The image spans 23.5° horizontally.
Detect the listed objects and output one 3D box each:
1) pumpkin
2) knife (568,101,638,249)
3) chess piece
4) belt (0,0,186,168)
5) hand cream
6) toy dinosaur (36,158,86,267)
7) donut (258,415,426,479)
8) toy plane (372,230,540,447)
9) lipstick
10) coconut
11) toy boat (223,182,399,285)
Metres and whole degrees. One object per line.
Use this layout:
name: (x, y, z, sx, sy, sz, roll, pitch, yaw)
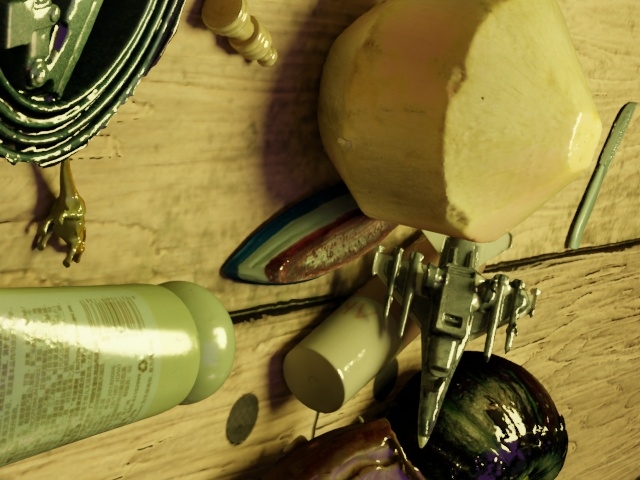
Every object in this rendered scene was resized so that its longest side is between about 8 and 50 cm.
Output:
pumpkin: (0.142, 0.221, 1.555, 0.233, 0.163, 0.233, -35, 142, -34)
knife: (0.343, -0.083, 1.875, 0.028, 0.015, 0.210, 40, 69, -50)
chess piece: (-0.056, -0.156, 1.168, 0.035, 0.035, 0.092, -67, 153, -10)
belt: (-0.166, -0.179, 0.894, 0.267, 0.116, 0.206, -63, 152, -10)
hand cream: (-0.177, 0.087, 1.037, 0.306, 0.093, 0.147, -8, 110, -55)
toy dinosaur: (-0.175, -0.019, 1.045, 0.041, 0.026, 0.113, -56, 156, -38)
donut: (0.023, 0.349, 1.367, 0.259, 0.136, 0.345, -37, 110, -17)
toy plane: (0.117, 0.067, 1.379, 0.082, 0.160, 0.234, 113, -9, -56)
lipstick: (0.065, 0.067, 1.439, 0.254, 0.070, 0.070, -39, 136, -44)
coconut: (0.120, -0.110, 1.289, 0.197, 0.237, 0.237, -3, 107, -57)
toy boat: (0.000, 0.000, 1.330, 0.229, 0.046, 0.080, -24, 123, -54)
